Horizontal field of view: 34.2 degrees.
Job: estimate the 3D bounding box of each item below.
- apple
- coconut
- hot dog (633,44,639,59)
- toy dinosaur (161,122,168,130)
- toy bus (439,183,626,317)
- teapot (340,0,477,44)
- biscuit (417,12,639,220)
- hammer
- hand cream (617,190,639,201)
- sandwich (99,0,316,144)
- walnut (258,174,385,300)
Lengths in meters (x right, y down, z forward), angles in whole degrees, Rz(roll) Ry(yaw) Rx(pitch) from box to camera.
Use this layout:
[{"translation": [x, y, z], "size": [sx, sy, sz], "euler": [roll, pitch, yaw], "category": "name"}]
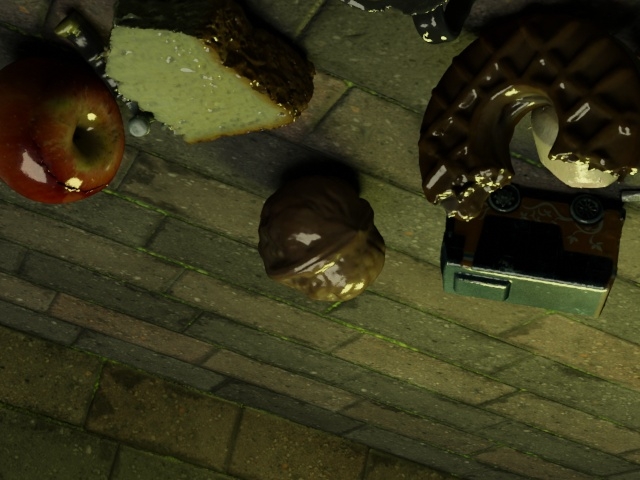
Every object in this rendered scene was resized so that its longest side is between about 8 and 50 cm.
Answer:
[{"translation": [-0.487, -0.193, 1.866], "size": [0.206, 0.252, 0.272], "euler": [4, 166, 30], "category": "apple"}, {"translation": [0.406, -0.162, 1.593], "size": [0.170, 0.171, 0.183], "euler": [2, 150, 22], "category": "coconut"}, {"translation": [0.559, -0.242, 1.456], "size": [0.252, 0.069, 0.131], "euler": [5, 154, 19], "category": "hot dog"}, {"translation": [-0.257, -0.250, 1.875], "size": [0.082, 0.039, 0.209], "euler": [10, 152, 9], "category": "toy dinosaur"}, {"translation": [0.386, 0.018, 1.930], "size": [0.323, 0.194, 0.162], "euler": [9, 155, 10], "category": "toy bus"}, {"translation": [0.084, -0.364, 1.187], "size": [0.223, 0.285, 0.305], "euler": [10, 154, 7], "category": "teapot"}, {"translation": [0.298, -0.183, 1.483], "size": [0.366, 0.268, 0.115], "euler": [-10, 165, 38], "category": "biscuit"}, {"translation": [-0.358, -0.289, 1.766], "size": [0.041, 0.159, 0.226], "euler": [-33, 116, 13], "category": "hammer"}, {"translation": [0.576, -0.081, 1.845], "size": [0.093, 0.019, 0.030], "euler": [-2, 150, 15], "category": "hand cream"}, {"translation": [-0.204, -0.294, 1.659], "size": [0.262, 0.131, 0.325], "euler": [-6, 151, 38], "category": "sandwich"}, {"translation": [-0.001, -0.003, 2.036], "size": [0.227, 0.273, 0.273], "euler": [-10, 165, -27], "category": "walnut"}]
